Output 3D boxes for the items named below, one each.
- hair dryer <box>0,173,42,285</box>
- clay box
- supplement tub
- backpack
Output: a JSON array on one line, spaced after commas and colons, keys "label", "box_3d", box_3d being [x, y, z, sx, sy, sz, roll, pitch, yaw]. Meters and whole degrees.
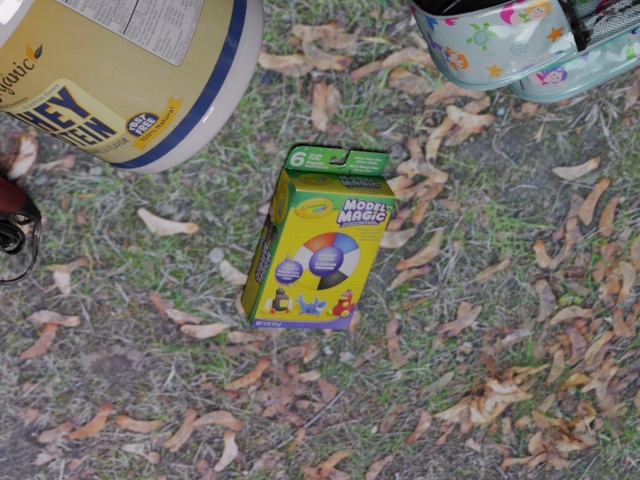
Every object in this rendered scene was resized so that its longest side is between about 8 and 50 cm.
[{"label": "hair dryer", "box_3d": [-0.354, -0.066, 1.408, 0.080, 0.223, 0.294, 14, 114, 13]}, {"label": "clay box", "box_3d": [0.000, 0.000, 1.640, 0.127, 0.053, 0.222, 3, 125, -24]}, {"label": "supplement tub", "box_3d": [-0.232, -0.214, 1.262, 0.316, 0.228, 0.228, 26, 112, -37]}, {"label": "backpack", "box_3d": [0.214, -0.252, 1.427, 0.253, 0.225, 0.191, -23, 126, 1]}]
